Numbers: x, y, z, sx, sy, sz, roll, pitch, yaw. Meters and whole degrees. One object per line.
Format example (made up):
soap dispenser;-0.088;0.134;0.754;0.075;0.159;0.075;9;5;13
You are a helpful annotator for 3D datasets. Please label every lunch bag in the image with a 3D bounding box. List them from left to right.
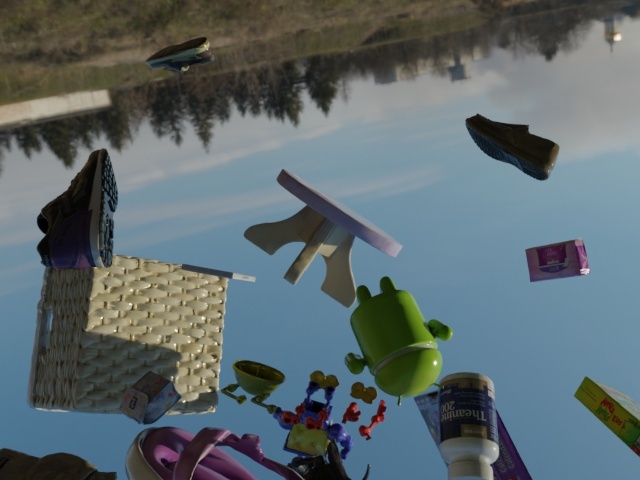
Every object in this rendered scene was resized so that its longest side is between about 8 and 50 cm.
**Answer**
lunch bag;-0.291;0.268;1.121;0.071;0.053;0.083;11;-136;43

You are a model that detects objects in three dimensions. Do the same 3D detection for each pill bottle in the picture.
pill bottle;0.169;0.218;0.762;0.067;0.067;0.120;-6;-128;15

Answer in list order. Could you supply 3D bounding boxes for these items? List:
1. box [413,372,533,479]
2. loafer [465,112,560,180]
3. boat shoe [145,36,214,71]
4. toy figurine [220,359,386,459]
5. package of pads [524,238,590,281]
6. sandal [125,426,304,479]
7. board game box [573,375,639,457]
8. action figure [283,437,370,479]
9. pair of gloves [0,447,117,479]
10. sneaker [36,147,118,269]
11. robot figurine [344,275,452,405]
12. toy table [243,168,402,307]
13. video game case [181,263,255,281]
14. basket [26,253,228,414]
box;0.277;0.369;1.261;0.057;0.201;0.293;-23;166;-13
loafer;0.257;-0.132;0.888;0.050;0.056;0.148;-45;-125;-4
boat shoe;-0.271;-0.348;1.276;0.152;0.049;0.056;-2;-139;33
toy figurine;-0.052;0.427;1.491;0.362;0.217;0.191;14;-157;7
package of pads;0.328;0.029;0.925;0.032;0.050;0.083;-5;173;-41
sandal;-0.061;0.225;0.574;0.169;0.102;0.416;32;172;-21
board game box;0.502;0.293;1.071;0.092;0.043;0.181;23;-169;-17
action figure;-0.026;0.399;1.000;0.275;0.141;0.164;-20;-127;23
pair of gloves;-0.418;0.393;0.938;0.204;0.042;0.240;5;-157;2
sneaker;-0.428;-0.065;1.158;0.124;0.107;0.283;-6;-138;-6
robot figurine;0.069;0.093;0.614;0.101;0.067;0.115;-20;-120;-6
toy table;0.000;0.000;1.290;0.274;0.161;0.252;35;-172;12
video game case;-0.164;0.054;1.087;0.087;0.011;0.122;9;176;12
basket;-0.404;0.203;1.408;0.331;0.328;0.266;13;163;-37
